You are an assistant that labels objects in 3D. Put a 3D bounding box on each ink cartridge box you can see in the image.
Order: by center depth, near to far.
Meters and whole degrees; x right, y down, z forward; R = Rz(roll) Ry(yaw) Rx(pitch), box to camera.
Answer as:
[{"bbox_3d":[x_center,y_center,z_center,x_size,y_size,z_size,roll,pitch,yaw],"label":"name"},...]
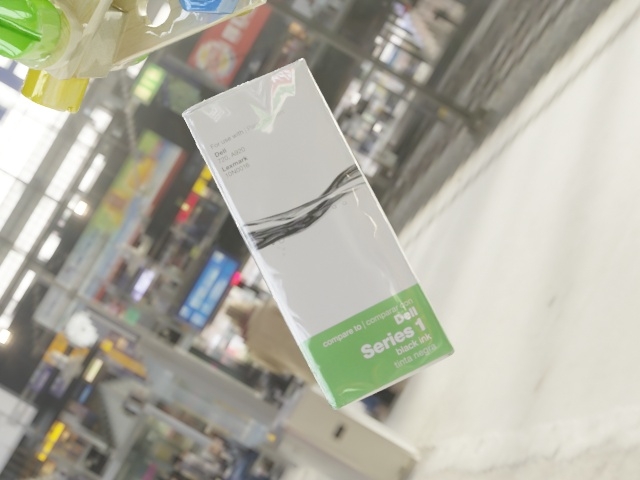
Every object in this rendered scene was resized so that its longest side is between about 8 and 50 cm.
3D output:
[{"bbox_3d":[0.000,0.000,0.949,0.093,0.219,0.160,-26,-5,-1],"label":"ink cartridge box"}]

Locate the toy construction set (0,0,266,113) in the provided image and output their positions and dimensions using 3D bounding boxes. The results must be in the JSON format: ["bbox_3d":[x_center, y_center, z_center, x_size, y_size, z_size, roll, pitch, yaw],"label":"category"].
[{"bbox_3d":[-0.206,-0.081,0.659,0.327,0.215,0.151,-45,-5,2],"label":"toy construction set"}]
